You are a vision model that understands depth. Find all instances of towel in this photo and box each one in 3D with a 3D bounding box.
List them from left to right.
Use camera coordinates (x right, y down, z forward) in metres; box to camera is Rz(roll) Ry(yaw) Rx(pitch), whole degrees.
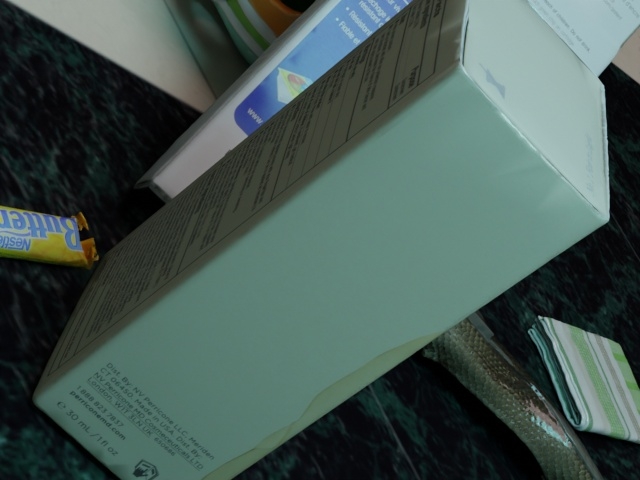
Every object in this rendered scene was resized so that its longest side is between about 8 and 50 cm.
[{"bbox_3d":[0.248,0.131,1.402,0.152,0.023,0.113,21,43,-50],"label":"towel"}]

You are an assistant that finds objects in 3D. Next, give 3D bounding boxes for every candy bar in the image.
[{"bbox_3d":[-0.188,-0.009,0.880,0.161,0.018,0.040,12,48,-51],"label":"candy bar"}]

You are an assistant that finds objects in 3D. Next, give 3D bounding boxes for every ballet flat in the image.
[{"bbox_3d":[0.144,0.127,1.213,0.250,0.058,0.084,50,5,-18],"label":"ballet flat"}]

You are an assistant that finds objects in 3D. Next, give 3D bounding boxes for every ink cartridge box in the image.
[{"bbox_3d":[0.062,-0.104,1.071,0.176,0.371,0.069,46,-14,-13],"label":"ink cartridge box"}]

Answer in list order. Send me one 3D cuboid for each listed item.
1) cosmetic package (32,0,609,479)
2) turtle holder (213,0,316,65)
[{"bbox_3d":[0.000,0.000,0.844,0.113,0.309,0.160,45,29,-17],"label":"cosmetic package"},{"bbox_3d":[0.023,-0.240,1.247,0.227,0.243,0.320,16,51,-26],"label":"turtle holder"}]
